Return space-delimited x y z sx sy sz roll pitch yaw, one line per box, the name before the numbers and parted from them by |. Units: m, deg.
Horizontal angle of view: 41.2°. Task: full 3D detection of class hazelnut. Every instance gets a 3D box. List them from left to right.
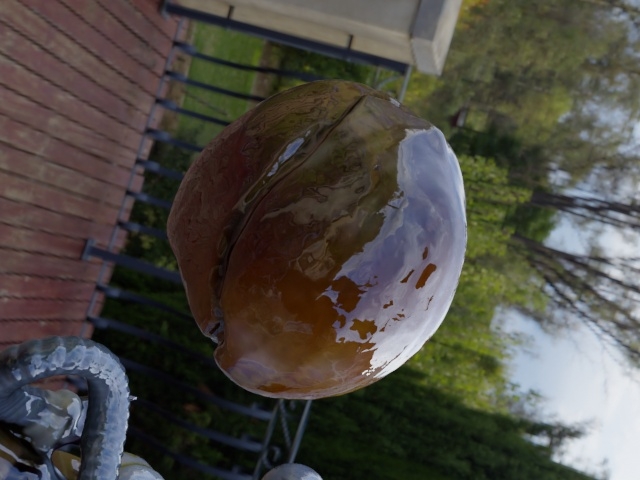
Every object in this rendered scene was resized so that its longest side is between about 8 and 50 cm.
hazelnut | 0.000 0.000 0.955 0.315 0.372 0.372 10 99 -50

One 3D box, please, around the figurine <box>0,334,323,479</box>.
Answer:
figurine | -0.100 0.239 0.506 0.261 0.382 0.186 -47 -162 1
